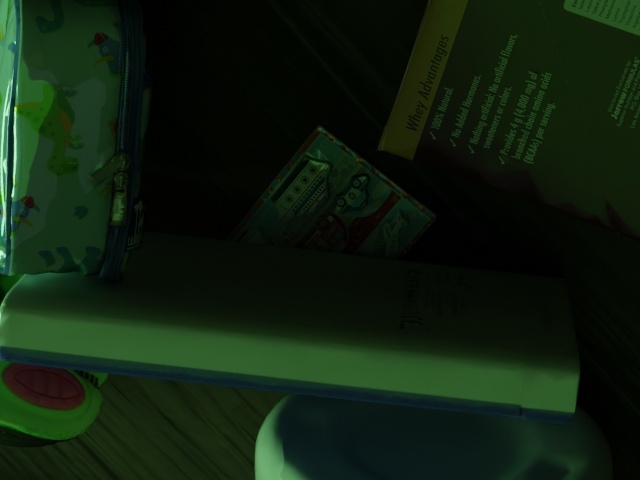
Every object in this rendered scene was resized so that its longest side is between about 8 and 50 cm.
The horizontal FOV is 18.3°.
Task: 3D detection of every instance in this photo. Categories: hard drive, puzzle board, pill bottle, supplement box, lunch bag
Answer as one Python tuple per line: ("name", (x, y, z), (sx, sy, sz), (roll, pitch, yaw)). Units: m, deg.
("hard drive", (-0.011, 0.045, 1.182), (0.318, 0.210, 0.040), (6, 103, 3))
("puzzle board", (0.000, 0.000, 1.289), (0.096, 0.011, 0.128), (37, 115, -6))
("pill bottle", (0.063, 0.295, 1.289), (0.224, 0.224, 0.392), (6, 114, 9))
("supplement box", (0.160, -0.123, 1.134), (0.194, 0.129, 0.191), (20, 117, 3))
("lunch bag", (-0.154, -0.086, 1.167), (0.090, 0.219, 0.176), (1, 111, -14))

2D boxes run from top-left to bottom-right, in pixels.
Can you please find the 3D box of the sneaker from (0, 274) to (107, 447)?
("sneaker", (-0.369, 0.040, 1.321), (0.482, 0.185, 0.202), (15, 138, 5))
